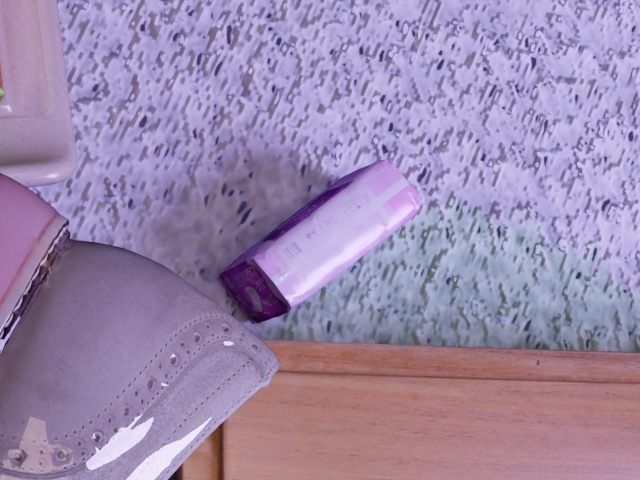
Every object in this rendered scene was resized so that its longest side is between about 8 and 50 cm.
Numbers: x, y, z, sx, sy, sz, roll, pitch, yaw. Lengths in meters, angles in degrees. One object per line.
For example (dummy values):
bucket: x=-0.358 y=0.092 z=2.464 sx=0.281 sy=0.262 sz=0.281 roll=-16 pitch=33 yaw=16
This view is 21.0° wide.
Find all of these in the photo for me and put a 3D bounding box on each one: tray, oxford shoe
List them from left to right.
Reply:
oxford shoe: x=-0.139 y=0.178 z=0.584 sx=0.146 sy=0.140 sz=0.397 roll=25 pitch=81 yaw=-6
tray: x=0.127 y=0.152 z=0.756 sx=0.411 sy=0.076 sz=0.203 roll=3 pitch=78 yaw=-22

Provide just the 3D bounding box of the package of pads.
package of pads: x=0.000 y=0.000 z=0.748 sx=0.083 sy=0.050 sz=0.032 roll=-38 pitch=94 yaw=-25

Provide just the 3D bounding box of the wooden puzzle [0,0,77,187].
wooden puzzle: x=-0.216 y=-0.130 z=0.692 sx=0.221 sy=0.044 sz=0.239 roll=-6 pitch=81 yaw=-22
